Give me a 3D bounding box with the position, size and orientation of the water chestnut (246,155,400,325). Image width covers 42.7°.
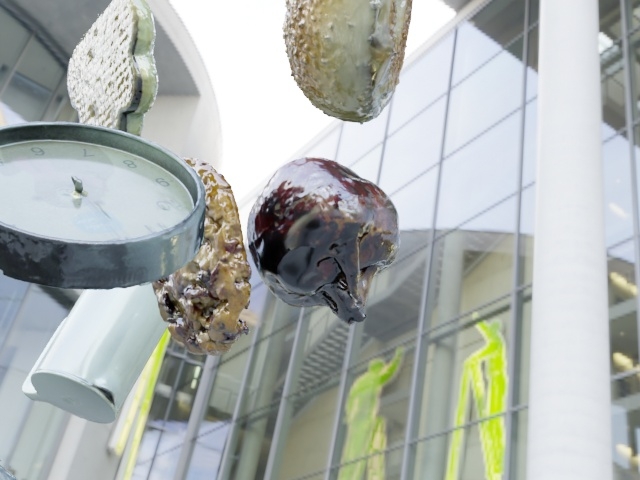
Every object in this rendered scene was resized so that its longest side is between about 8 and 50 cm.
[{"bbox_3d":[0.000,0.000,1.401,0.289,0.244,0.289,7,-47,7],"label":"water chestnut"}]

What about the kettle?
[{"bbox_3d":[-0.482,0.206,1.768,0.265,0.318,0.205,14,-36,12],"label":"kettle"}]

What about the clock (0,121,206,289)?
[{"bbox_3d":[-0.260,-0.047,0.886,0.281,0.280,0.055,14,-60,-3],"label":"clock"}]

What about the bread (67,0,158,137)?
[{"bbox_3d":[-0.307,-0.234,1.226,0.056,0.207,0.286,-7,-6,-35],"label":"bread"}]

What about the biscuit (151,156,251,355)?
[{"bbox_3d":[-0.219,0.032,1.371,0.081,0.334,0.289,-7,-13,-37],"label":"biscuit"}]

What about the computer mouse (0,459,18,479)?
[{"bbox_3d":[-0.421,0.194,0.731,0.371,0.122,0.188,18,-27,12],"label":"computer mouse"}]

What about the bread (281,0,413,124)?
[{"bbox_3d":[0.038,-0.310,1.085,0.159,0.305,0.305,9,-34,8],"label":"bread"}]
